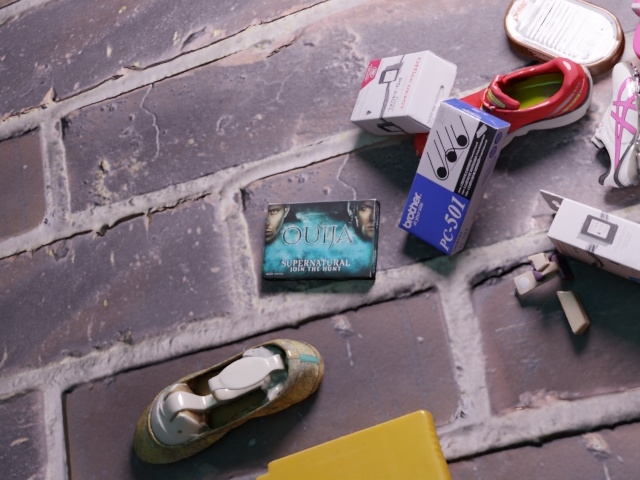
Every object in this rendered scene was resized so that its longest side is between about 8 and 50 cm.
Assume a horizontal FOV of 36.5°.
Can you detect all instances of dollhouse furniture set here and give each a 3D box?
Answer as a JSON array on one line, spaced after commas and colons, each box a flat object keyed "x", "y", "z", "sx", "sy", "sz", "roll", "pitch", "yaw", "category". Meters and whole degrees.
[{"x": 0.310, "y": 0.086, "z": 1.346, "sx": 0.081, "sy": 0.091, "sz": 0.114, "roll": -30, "pitch": 68, "yaw": 29, "category": "dollhouse furniture set"}]

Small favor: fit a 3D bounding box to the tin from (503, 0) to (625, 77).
[{"x": 0.364, "y": -0.316, "z": 1.456, "sx": 0.189, "sy": 0.040, "sz": 0.106, "roll": 30, "pitch": 84, "yaw": 27, "category": "tin"}]

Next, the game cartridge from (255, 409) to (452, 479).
[{"x": 0.069, "y": 0.436, "z": 1.362, "sx": 0.285, "sy": 0.052, "sz": 0.324, "roll": -22, "pitch": 66, "yaw": 16, "category": "game cartridge"}]

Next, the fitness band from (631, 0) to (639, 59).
[{"x": 0.542, "y": -0.353, "z": 1.317, "sx": 0.291, "sy": 0.054, "sz": 0.209, "roll": -51, "pitch": 25, "yaw": 3, "category": "fitness band"}]

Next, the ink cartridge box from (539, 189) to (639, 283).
[{"x": 0.378, "y": -0.001, "z": 1.322, "sx": 0.180, "sy": 0.104, "sz": 0.060, "roll": 23, "pitch": 86, "yaw": 27, "category": "ink cartridge box"}]

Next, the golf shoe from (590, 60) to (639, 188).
[{"x": 0.422, "y": -0.165, "z": 1.370, "sx": 0.086, "sy": 0.067, "sz": 0.186, "roll": -7, "pitch": 73, "yaw": 22, "category": "golf shoe"}]

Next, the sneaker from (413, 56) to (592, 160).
[{"x": 0.255, "y": -0.198, "z": 1.419, "sx": 0.279, "sy": 0.118, "sz": 0.107, "roll": -23, "pitch": 67, "yaw": 19, "category": "sneaker"}]

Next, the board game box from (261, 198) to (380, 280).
[{"x": 0.000, "y": 0.000, "z": 1.524, "sx": 0.186, "sy": 0.026, "sz": 0.126, "roll": -2, "pitch": 75, "yaw": 22, "category": "board game box"}]

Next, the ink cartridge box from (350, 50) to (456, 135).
[{"x": 0.125, "y": -0.222, "z": 1.476, "sx": 0.150, "sy": 0.063, "sz": 0.109, "roll": 5, "pitch": 73, "yaw": 58, "category": "ink cartridge box"}]

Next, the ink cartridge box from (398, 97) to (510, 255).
[{"x": 0.191, "y": -0.091, "z": 1.404, "sx": 0.097, "sy": 0.046, "sz": 0.207, "roll": 31, "pitch": 120, "yaw": 27, "category": "ink cartridge box"}]

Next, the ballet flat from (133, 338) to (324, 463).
[{"x": -0.162, "y": 0.240, "z": 1.475, "sx": 0.348, "sy": 0.123, "sz": 0.123, "roll": -25, "pitch": 67, "yaw": 15, "category": "ballet flat"}]
